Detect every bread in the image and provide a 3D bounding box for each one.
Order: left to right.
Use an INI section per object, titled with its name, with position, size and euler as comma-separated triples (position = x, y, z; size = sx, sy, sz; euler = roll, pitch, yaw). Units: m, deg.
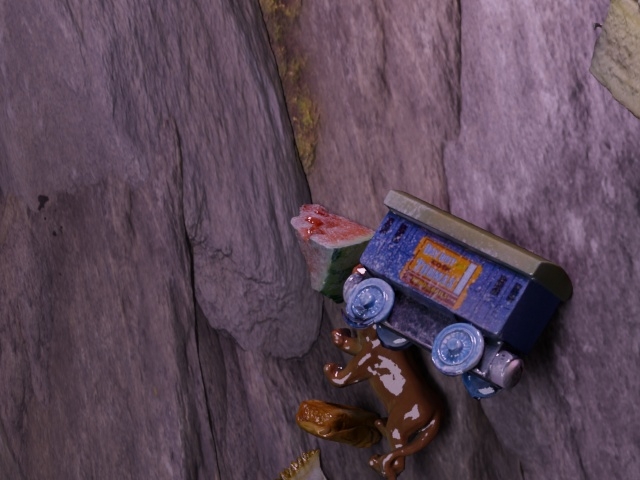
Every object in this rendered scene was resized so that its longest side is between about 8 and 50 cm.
[bread]
position = 0.026, 0.262, 2.254
size = 0.074, 0.132, 0.053
euler = 16, 90, 39

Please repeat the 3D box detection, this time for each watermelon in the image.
[watermelon]
position = 0.017, -0.002, 2.254
size = 0.121, 0.098, 0.158
euler = -35, 67, 41

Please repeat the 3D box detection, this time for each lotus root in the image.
[lotus root]
position = 0.432, -0.250, 1.706
size = 0.260, 0.149, 0.267
euler = -121, 36, -55

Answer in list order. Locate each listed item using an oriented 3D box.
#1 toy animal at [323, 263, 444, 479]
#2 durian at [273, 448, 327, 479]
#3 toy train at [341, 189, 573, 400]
[toy animal]
position = 0.097, 0.185, 2.200
size = 0.157, 0.097, 0.312
euler = -35, 72, 35
[durian]
position = -0.002, 0.471, 2.316
size = 0.306, 0.166, 0.172
euler = 52, 158, 34
[toy train]
position = 0.169, 0.072, 2.058
size = 0.299, 0.131, 0.202
euler = 27, 84, 39
